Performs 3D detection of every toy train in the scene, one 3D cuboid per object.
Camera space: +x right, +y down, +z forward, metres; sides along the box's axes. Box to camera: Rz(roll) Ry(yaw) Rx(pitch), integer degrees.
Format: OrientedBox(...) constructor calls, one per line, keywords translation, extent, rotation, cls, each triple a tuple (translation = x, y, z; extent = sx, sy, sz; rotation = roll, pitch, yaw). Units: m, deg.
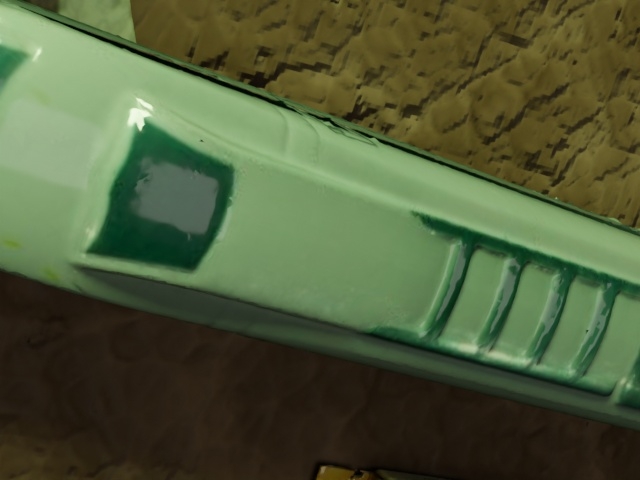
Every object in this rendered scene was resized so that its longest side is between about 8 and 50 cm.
OrientedBox(translation=(0.000, 0.000, 0.572), extent=(0.407, 0.088, 0.086), rotation=(17, 100, -37), cls="toy train")

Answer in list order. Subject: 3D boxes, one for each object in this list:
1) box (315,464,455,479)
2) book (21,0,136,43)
OrientedBox(translation=(0.087, 0.180, 0.735), extent=(0.247, 0.033, 0.129), rotation=(13, 102, -33), cls="box")
OrientedBox(translation=(-0.212, -0.117, 0.464), extent=(0.310, 0.021, 0.217), rotation=(-17, 115, -24), cls="book")
